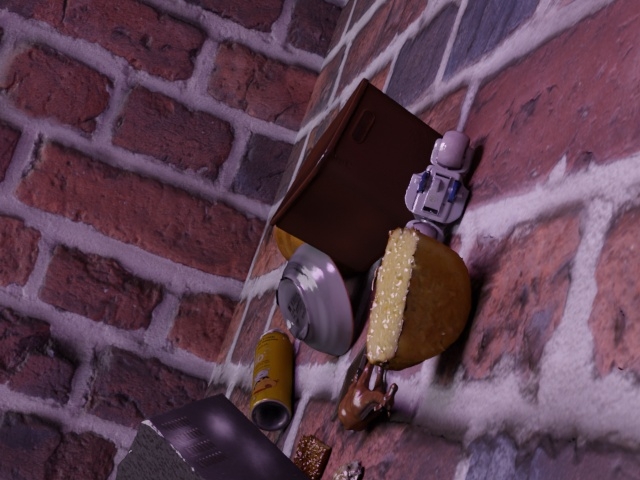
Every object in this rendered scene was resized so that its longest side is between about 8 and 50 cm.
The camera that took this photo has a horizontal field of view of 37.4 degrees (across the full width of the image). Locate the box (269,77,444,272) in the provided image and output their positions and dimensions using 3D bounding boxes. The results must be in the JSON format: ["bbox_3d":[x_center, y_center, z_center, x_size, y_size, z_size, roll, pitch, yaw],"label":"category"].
[{"bbox_3d":[0.083,-0.115,1.910,0.239,0.229,0.339,-61,6,-29],"label":"box"}]

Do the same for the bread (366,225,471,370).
[{"bbox_3d":[0.161,0.099,1.489,0.143,0.139,0.229,157,127,-75],"label":"bread"}]

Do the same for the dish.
[{"bbox_3d":[-0.030,0.140,2.068,0.260,0.085,0.260,39,138,48],"label":"dish"}]

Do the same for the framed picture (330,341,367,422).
[{"bbox_3d":[0.061,0.277,1.880,0.109,0.011,0.149,-59,5,40],"label":"framed picture"}]

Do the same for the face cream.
[{"bbox_3d":[-0.121,0.338,2.429,0.349,0.105,0.105,-90,24,-61],"label":"face cream"}]

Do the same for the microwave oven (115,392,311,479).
[{"bbox_3d":[-0.264,0.585,1.938,0.236,0.374,0.432,-6,-52,-53],"label":"microwave oven"}]

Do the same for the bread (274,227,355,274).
[{"bbox_3d":[-0.001,0.006,2.268,0.149,0.195,0.344,-51,7,-13],"label":"bread"}]

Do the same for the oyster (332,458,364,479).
[{"bbox_3d":[0.031,0.456,1.669,0.108,0.053,0.166,-43,19,42],"label":"oyster"}]

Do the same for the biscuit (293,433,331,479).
[{"bbox_3d":[-0.029,0.469,1.975,0.206,0.025,0.126,157,133,-74],"label":"biscuit"}]

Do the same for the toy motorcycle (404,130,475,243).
[{"bbox_3d":[0.212,-0.075,1.712,0.112,0.112,0.254,170,121,-77],"label":"toy motorcycle"}]

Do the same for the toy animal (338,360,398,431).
[{"bbox_3d":[0.092,0.273,1.660,0.224,0.066,0.230,-59,5,33],"label":"toy animal"}]
